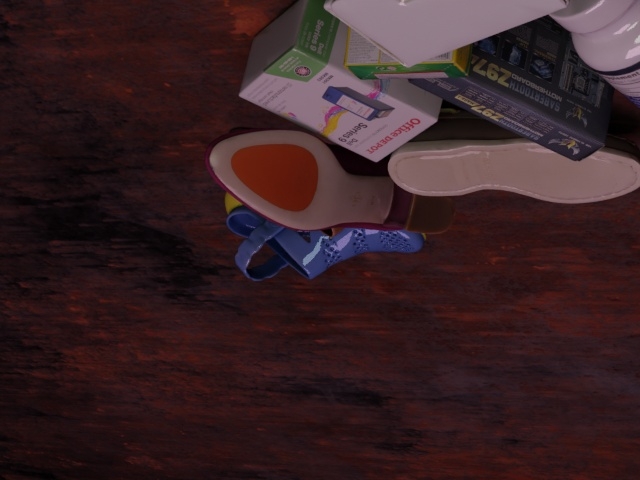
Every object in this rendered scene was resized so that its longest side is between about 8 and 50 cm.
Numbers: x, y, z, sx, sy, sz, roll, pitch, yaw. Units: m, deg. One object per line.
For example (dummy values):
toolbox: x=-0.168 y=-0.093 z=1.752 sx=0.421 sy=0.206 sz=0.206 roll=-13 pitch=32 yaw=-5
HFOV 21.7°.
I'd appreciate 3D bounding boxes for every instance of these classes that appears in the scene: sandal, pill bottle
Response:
sandal: x=0.000 y=0.000 z=2.433 sx=0.317 sy=0.138 sz=0.126 roll=1 pitch=149 yaw=22
pill bottle: x=0.366 y=-0.223 z=1.791 sx=0.265 sy=0.153 sz=0.153 roll=34 pitch=148 yaw=-33

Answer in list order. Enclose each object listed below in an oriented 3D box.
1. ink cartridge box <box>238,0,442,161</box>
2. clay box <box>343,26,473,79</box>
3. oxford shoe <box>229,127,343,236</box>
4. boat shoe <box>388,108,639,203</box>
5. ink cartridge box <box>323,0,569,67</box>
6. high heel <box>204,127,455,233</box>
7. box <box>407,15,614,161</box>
ink cartridge box: x=0.030 y=-0.200 z=2.073 sx=0.212 sy=0.093 sz=0.154 roll=24 pitch=152 yaw=-22
clay box: x=0.102 y=-0.282 z=1.750 sx=0.127 sy=0.222 sz=0.053 roll=2 pitch=166 yaw=25
oxford shoe: x=-0.048 y=-0.082 z=2.332 sx=0.212 sy=0.076 sz=0.076 roll=34 pitch=152 yaw=2
boat shoe: x=0.252 y=-0.116 z=2.121 sx=0.324 sy=0.096 sz=0.116 roll=1 pitch=140 yaw=17
ink cartridge box: x=0.139 y=-0.328 z=1.544 sx=0.121 sy=0.289 sz=0.211 roll=33 pitch=149 yaw=-32
high heel: x=-0.014 y=-0.078 z=2.210 sx=0.377 sy=0.127 sz=0.181 roll=18 pitch=-177 yaw=-32
box: x=0.220 y=-0.215 z=1.845 sx=0.233 sy=0.183 sz=0.059 roll=23 pitch=152 yaw=-18
